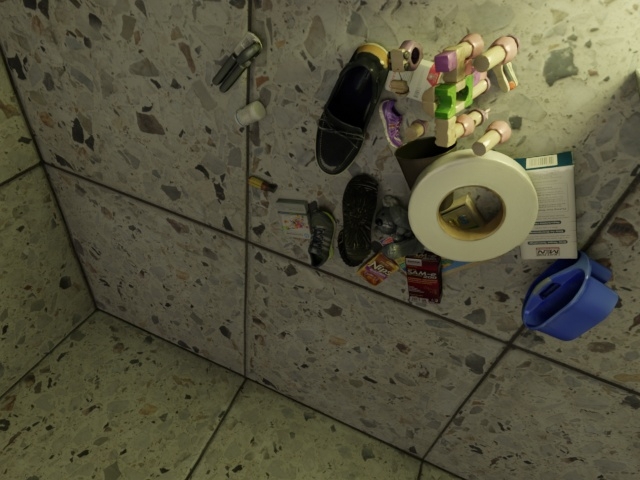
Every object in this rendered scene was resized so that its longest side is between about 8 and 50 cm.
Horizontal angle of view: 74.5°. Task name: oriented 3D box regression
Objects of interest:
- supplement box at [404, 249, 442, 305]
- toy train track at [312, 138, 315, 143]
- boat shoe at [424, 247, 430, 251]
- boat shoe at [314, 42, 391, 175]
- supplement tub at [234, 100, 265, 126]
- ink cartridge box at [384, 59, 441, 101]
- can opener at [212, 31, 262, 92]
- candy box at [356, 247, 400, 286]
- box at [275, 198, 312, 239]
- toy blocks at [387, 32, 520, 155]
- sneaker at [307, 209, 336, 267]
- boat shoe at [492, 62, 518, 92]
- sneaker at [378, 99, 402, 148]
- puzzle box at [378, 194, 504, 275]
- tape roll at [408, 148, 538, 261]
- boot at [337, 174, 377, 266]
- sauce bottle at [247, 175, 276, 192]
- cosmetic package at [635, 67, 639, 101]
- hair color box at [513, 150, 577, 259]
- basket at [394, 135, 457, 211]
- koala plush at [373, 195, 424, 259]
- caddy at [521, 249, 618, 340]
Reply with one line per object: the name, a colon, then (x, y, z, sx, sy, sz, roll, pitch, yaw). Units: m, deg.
supplement box: (0.421, 0.148, 1.704, 0.130, 0.073, 0.239, 4, 128, 26)
toy train track: (0.006, -0.374, 1.609, 0.083, 0.014, 0.048, 16, 132, 16)
boat shoe: (0.475, 0.021, 1.563, 0.228, 0.081, 0.079, 1, 126, 27)
boat shoe: (0.084, -0.414, 1.437, 0.187, 0.156, 0.500, 29, 135, 2)
supplement tub: (-0.273, -0.488, 1.626, 0.107, 0.071, 0.071, -12, 120, 34)
ink cartridge box: (0.291, -0.507, 1.311, 0.151, 0.063, 0.109, 23, 133, 10)
can opener: (-0.308, -0.636, 1.516, 0.074, 0.093, 0.280, 47, 138, -15)
candy box: (0.256, 0.118, 1.855, 0.109, 0.053, 0.186, 39, 133, -4)
box: (-0.113, -0.096, 1.887, 0.145, 0.038, 0.186, 7, 130, 23)
toy blocks: (0.400, -0.434, 1.192, 0.309, 0.260, 0.288, 23, 139, 40)
sneaker: (0.000, 0.000, 1.845, 0.111, 0.121, 0.299, 11, 131, 20)
boat shoe: (0.527, -0.496, 1.210, 0.043, 0.049, 0.137, -32, 110, -3)
sneaker: (0.250, -0.393, 1.428, 0.071, 0.068, 0.169, -9, 121, 27)
puzzle box: (0.466, 0.013, 1.655, 0.409, 0.052, 0.272, -28, 109, 41)
tape roll: (0.480, -0.101, 1.349, 0.392, 0.072, 0.391, 8, 126, 11)
boot: (0.141, -0.070, 1.697, 0.131, 0.347, 0.260, 7, 174, 2)
sauce bottle: (-0.256, -0.241, 1.841, 0.128, 0.042, 0.042, 25, 134, 8)
cosmetic package: (1.000, -0.368, 0.931, 0.453, 0.230, 0.161, -13, 118, 35)
hair color box: (0.735, -0.104, 1.376, 0.174, 0.105, 0.347, -3, 124, 30)
basket: (0.376, -0.220, 1.448, 0.205, 0.154, 0.226, -3, 128, 23)
koala plush: (0.288, -0.057, 1.588, 0.221, 0.203, 0.196, 35, 123, 52)
caddy: (0.843, 0.190, 1.469, 0.179, 0.241, 0.341, 26, 134, 1)
